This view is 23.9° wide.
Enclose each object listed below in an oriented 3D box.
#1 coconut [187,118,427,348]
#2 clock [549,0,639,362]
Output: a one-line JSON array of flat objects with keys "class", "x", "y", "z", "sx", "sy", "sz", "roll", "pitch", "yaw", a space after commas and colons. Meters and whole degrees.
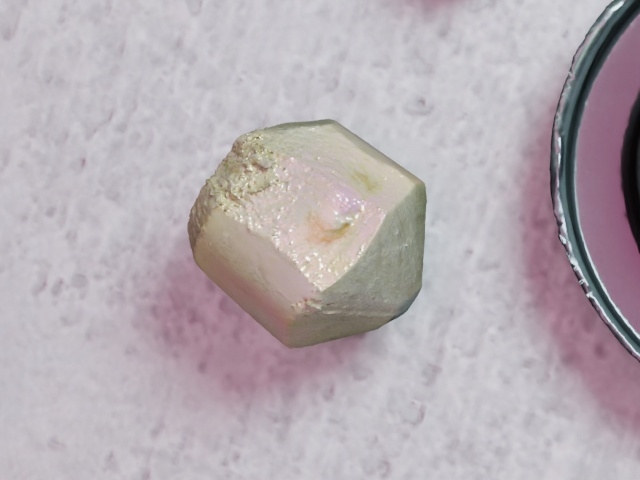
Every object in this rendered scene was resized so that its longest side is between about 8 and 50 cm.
[{"class": "coconut", "x": 0.000, "y": 0.000, "z": 0.822, "sx": 0.122, "sy": 0.116, "sz": 0.116, "roll": 37, "pitch": 95, "yaw": 14}, {"class": "clock", "x": 0.261, "y": -0.038, "z": 0.790, "sx": 0.281, "sy": 0.055, "sz": 0.280, "roll": -1, "pitch": 85, "yaw": 14}]
